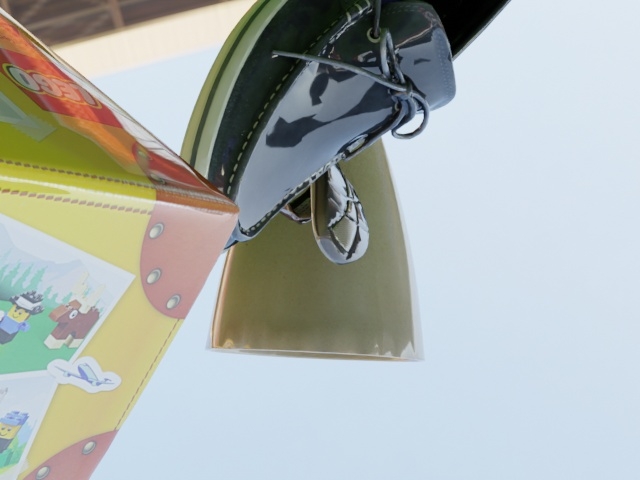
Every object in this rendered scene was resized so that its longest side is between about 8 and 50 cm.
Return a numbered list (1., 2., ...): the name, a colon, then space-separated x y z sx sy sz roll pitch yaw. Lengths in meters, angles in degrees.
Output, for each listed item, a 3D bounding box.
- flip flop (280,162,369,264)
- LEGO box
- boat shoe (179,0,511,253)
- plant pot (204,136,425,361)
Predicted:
1. flip flop: -0.020 -0.069 1.479 0.080 0.112 0.277 -28 -135 6
2. LEGO box: -0.339 -0.057 0.556 0.372 0.193 0.500 39 -164 30
3. boat shoe: 0.045 -0.177 1.330 0.156 0.187 0.500 29 -116 25
4. plant pot: 0.000 0.000 1.662 0.256 0.274 0.256 3 173 0
